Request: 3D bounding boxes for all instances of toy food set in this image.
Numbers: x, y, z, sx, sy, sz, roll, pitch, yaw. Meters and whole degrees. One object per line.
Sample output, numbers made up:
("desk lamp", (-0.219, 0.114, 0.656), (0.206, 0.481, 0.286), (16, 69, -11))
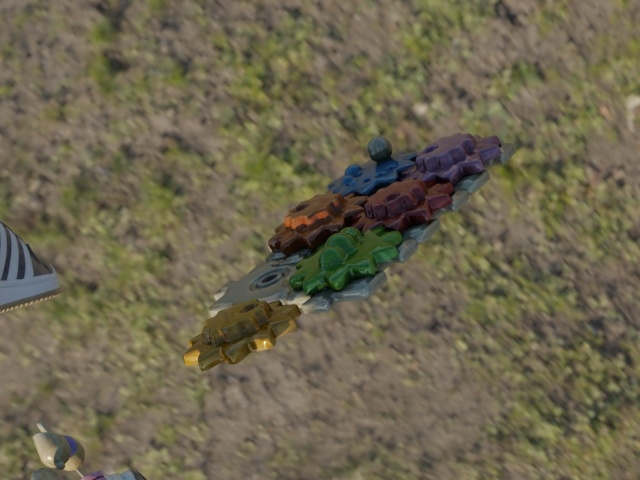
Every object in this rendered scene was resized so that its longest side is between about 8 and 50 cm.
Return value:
("toy food set", (-0.146, 0.153, 1.002), (0.019, 0.078, 0.122), (-35, 25, 4))

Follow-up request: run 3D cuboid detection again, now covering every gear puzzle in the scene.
("gear puzzle", (0.000, 0.000, 1.232), (0.175, 0.044, 0.339), (-9, 23, 40))

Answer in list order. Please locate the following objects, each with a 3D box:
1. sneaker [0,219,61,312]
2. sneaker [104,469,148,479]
("sneaker", (-0.310, -0.008, 1.425), (0.099, 0.282, 0.153), (-14, 91, 11))
("sneaker", (-0.152, 0.342, 1.460), (0.110, 0.107, 0.275), (-26, 79, 3))
